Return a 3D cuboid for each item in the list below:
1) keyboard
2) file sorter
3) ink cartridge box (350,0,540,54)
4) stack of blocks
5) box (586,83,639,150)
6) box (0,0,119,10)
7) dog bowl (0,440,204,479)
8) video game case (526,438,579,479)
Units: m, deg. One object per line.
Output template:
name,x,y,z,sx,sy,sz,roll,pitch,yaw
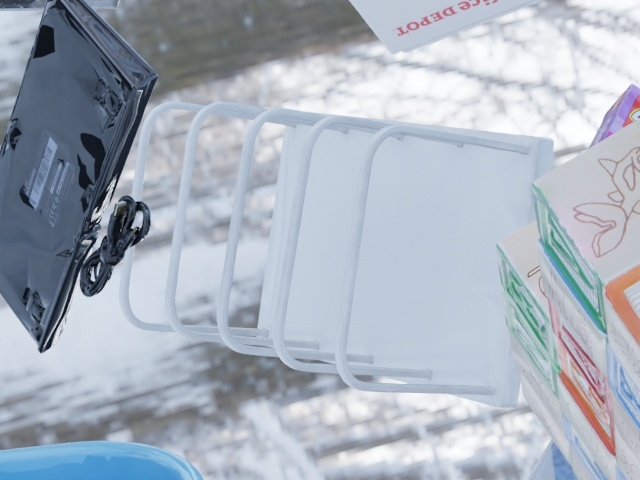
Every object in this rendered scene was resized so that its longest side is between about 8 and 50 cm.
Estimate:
keyboard,-0.120,-0.023,0.884,0.108,0.023,0.180,50,-46,28
file sorter,0.000,0.000,1.314,0.277,0.173,0.193,11,-87,49
ink cartridge box,0.079,-0.298,1.590,0.237,0.172,0.100,48,38,-35
stack of blocks,0.146,0.054,0.677,0.171,0.087,0.297,58,-4,26
box,0.322,0.032,1.427,0.293,0.201,0.057,32,-33,-2
box,-0.195,-0.257,1.133,0.056,0.183,0.231,51,-47,42
dog bowl,-0.186,0.167,0.896,0.166,0.297,0.074,-105,-170,-71
video game case,0.283,0.355,1.547,0.300,0.329,0.036,-63,167,21
